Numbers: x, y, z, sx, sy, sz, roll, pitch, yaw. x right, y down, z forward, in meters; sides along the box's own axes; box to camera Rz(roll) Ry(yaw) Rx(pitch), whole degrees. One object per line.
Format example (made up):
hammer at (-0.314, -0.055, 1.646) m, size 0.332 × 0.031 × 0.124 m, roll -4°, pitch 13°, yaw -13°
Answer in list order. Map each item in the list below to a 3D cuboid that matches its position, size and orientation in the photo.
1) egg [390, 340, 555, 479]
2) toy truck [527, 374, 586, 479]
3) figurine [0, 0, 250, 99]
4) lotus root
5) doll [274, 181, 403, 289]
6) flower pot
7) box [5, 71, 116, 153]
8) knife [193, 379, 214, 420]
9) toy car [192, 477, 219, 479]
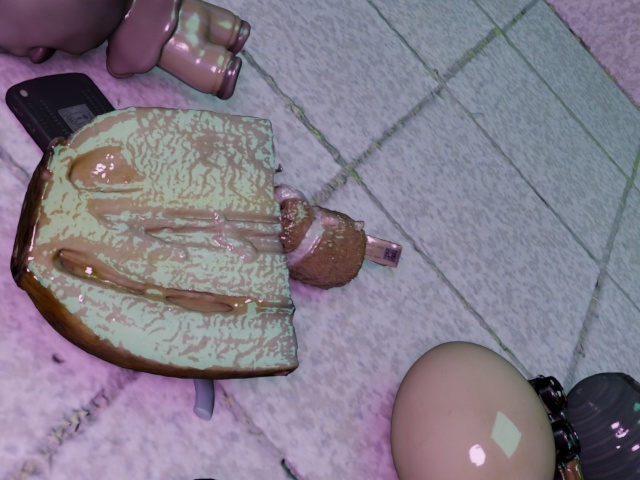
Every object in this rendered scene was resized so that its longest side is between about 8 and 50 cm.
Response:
egg at (0.174, 0.228, 0.981) m, size 0.186 × 0.186 × 0.242 m, roll 29°, pitch 35°, yaw -27°
toy truck at (0.295, 0.314, 1.096) m, size 0.127 × 0.127 × 0.257 m, roll 35°, pitch 36°, yaw -44°
figurine at (-0.253, -0.280, 0.951) m, size 0.380 × 0.203 × 0.248 m, roll 23°, pitch 76°, yaw -33°
lotus root at (-0.174, 0.015, 0.835) m, size 0.260 × 0.149 × 0.267 m, roll 1°, pitch 74°, yaw -32°
doll at (-0.002, 0.002, 1.063) m, size 0.221 × 0.105 × 0.115 m, roll 17°, pitch 84°, yaw -38°
flower pot at (0.443, 0.301, 1.211) m, size 0.243 × 0.157 × 0.189 m, roll 47°, pitch 8°, yaw -9°
box at (-0.278, -0.136, 0.957) m, size 0.125 × 0.027 × 0.126 m, roll 52°, pitch 35°, yaw 3°
knife at (-0.136, 0.095, 0.914) m, size 0.028 × 0.015 × 0.210 m, roll 12°, pitch 50°, yaw -33°
toy car at (-0.055, 0.316, 0.716) m, size 0.301 × 0.118 × 0.193 m, roll 25°, pitch 34°, yaw -30°
